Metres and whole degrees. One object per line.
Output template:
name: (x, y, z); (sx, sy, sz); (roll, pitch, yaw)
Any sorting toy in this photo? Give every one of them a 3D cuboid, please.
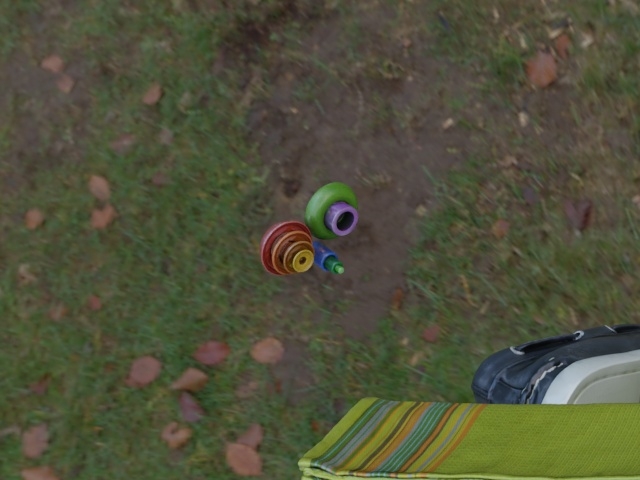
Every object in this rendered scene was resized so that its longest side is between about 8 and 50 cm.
sorting toy: (0.000, 0.000, 1.033); (0.102, 0.061, 0.042); (-35, 41, -17)

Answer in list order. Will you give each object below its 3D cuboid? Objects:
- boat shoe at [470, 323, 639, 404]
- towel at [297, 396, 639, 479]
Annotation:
boat shoe: (0.247, 0.127, 1.050); (0.113, 0.340, 0.127); (19, 105, 42)
towel: (0.110, 0.117, 0.738); (0.237, 0.102, 0.021); (-4, 111, 29)
